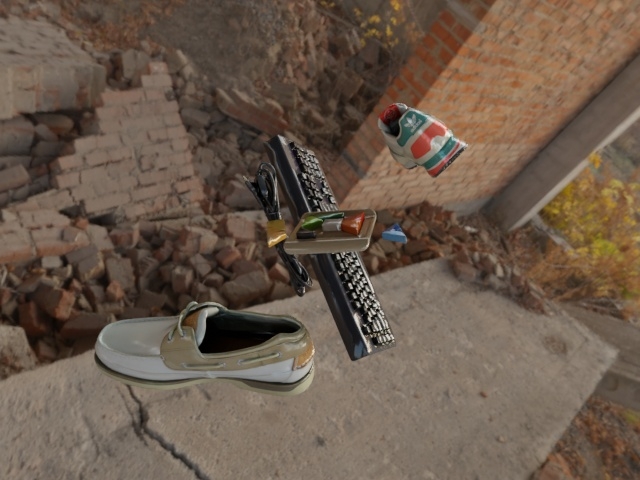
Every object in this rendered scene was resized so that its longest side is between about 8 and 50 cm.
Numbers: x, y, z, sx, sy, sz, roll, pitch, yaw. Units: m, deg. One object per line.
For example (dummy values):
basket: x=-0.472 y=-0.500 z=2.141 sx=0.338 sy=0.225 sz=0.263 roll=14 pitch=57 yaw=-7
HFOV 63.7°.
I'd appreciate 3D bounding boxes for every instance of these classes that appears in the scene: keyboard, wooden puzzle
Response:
keyboard: x=0.000 y=0.000 z=0.669 sx=0.202 sy=0.033 sz=0.316 roll=2 pitch=61 yaw=-57
wooden puzzle: x=0.008 y=-0.010 z=0.421 sx=0.117 sy=0.014 sz=0.078 roll=-5 pitch=23 yaw=6

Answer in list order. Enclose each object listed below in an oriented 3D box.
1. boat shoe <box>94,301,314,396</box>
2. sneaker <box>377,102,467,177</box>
boat shoe: x=-0.158 y=0.133 z=0.694 sx=0.303 sy=0.103 sz=0.113 roll=2 pitch=37 yaw=2
sneaker: x=0.093 y=-0.114 z=0.537 sx=0.075 sy=0.057 sz=0.161 roll=42 pitch=8 yaw=-14
